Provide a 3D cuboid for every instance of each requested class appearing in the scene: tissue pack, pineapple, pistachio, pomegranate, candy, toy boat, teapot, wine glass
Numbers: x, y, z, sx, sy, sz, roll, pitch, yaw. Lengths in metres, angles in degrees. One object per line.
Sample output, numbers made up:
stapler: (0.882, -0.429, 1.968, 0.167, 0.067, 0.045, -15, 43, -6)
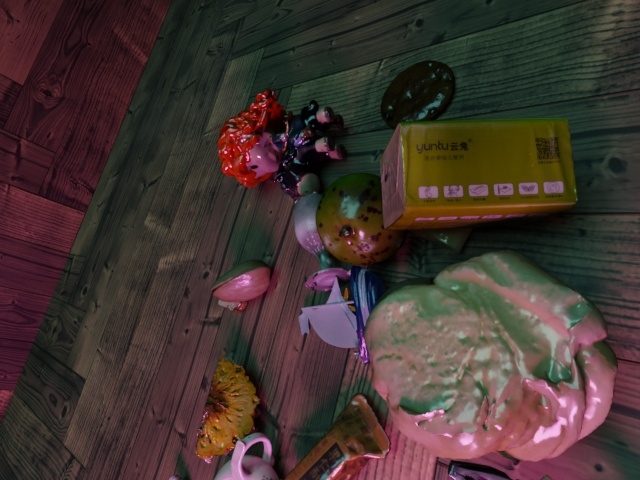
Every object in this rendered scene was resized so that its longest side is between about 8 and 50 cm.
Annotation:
tissue pack: (0.259, -0.111, 0.729, 0.274, 0.200, 0.167, -1, 82, -1)
pineapple: (-0.229, 0.458, 1.058, 0.250, 0.139, 0.164, -87, 6, -50)
pistachio: (-0.227, 0.122, 1.174, 0.185, 0.126, 0.108, -26, 76, 5)
pomegranate: (0.101, -0.057, 0.934, 0.211, 0.263, 0.211, 9, 115, 18)
candy: (0.032, 0.456, 0.833, 0.271, 0.101, 0.143, -50, 41, 2)
toy boat: (0.036, 0.181, 0.965, 0.291, 0.067, 0.220, -17, 77, 41)
teapot: (-0.177, 0.583, 0.914, 0.208, 0.166, 0.300, 5, 84, 53)
wine glass: (0.000, 0.000, 1.046, 0.126, 0.126, 0.241, -30, 57, 26)

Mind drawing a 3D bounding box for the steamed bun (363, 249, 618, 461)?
steamed bun: (0.259, 0.188, 0.667, 0.372, 0.230, 0.325, -31, 44, 25)

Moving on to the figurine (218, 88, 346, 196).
figurine: (-0.116, -0.285, 1.233, 0.411, 0.241, 0.306, 24, 111, 26)

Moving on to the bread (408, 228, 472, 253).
bread: (0.283, -0.076, 0.885, 0.139, 0.060, 0.178, 27, 89, 43)

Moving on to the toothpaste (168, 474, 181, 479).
toothpaste: (-0.322, 0.742, 1.032, 0.075, 0.048, 0.301, -34, 53, -12)

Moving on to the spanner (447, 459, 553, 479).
spanner: (0.327, 0.382, 0.544, 0.325, 0.040, 0.096, 23, 83, 9)

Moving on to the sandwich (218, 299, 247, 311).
sandwich: (-0.270, 0.182, 1.249, 0.093, 0.035, 0.105, -47, 49, 12)

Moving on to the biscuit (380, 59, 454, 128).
biscuit: (0.249, -0.386, 1.071, 0.212, 0.036, 0.212, -19, 59, 34)
